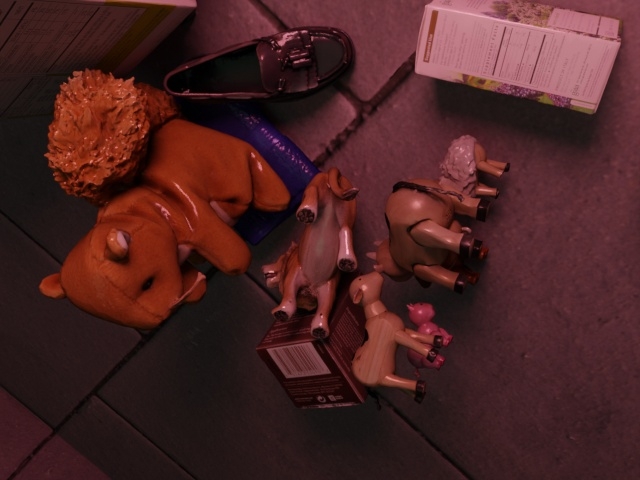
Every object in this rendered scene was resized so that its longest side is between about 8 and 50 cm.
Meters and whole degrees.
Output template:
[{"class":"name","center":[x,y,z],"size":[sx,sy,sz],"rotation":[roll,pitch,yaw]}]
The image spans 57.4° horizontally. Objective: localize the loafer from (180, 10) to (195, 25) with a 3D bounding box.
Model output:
[{"class":"loafer","center":[-0.339,-0.378,0.992],"size":[0.267,0.084,0.096],"rotation":[-3,124,30]}]

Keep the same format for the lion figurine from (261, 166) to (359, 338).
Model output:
[{"class":"lion figurine","center":[0.000,0.000,1.003],"size":[0.142,0.240,0.392],"rotation":[21,130,-7]}]

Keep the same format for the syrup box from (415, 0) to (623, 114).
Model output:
[{"class":"syrup box","center":[0.252,-0.250,0.758],"size":[0.237,0.093,0.096],"rotation":[17,131,17]}]

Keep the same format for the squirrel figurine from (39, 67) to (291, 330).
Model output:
[{"class":"squirrel figurine","center":[-0.290,-0.059,0.913],"size":[0.281,0.370,0.397],"rotation":[-21,110,32]}]

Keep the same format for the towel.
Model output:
[{"class":"towel","center":[-0.158,-0.159,1.076],"size":[0.308,0.076,0.227],"rotation":[45,126,-8]}]

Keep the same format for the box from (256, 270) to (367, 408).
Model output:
[{"class":"box","center":[0.017,0.196,1.153],"size":[0.168,0.203,0.167],"rotation":[-16,115,37]}]

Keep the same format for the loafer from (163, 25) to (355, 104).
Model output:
[{"class":"loafer","center":[-0.099,-0.259,0.904],"size":[0.302,0.095,0.109],"rotation":[-6,108,17]}]

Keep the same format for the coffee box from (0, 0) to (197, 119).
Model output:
[{"class":"coffee box","center":[-0.448,-0.392,0.812],"size":[0.338,0.334,0.338],"rotation":[-23,90,39]}]

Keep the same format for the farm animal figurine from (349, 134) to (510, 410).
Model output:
[{"class":"farm animal figurine","center":[0.138,0.037,0.882],"size":[0.172,0.330,0.327],"rotation":[20,132,20]}]
